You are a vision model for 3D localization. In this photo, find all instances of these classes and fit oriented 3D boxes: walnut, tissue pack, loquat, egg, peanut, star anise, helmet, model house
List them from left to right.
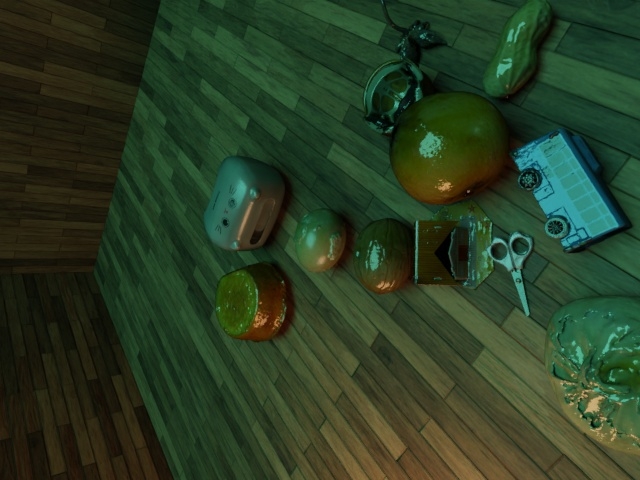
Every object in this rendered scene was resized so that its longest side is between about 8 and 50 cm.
[{"bbox_3d":[-0.271,-0.120,1.526,0.236,0.229,0.333,44,119,38],"label":"tissue pack"},{"bbox_3d":[-0.003,-0.001,1.294,0.164,0.164,0.202,13,90,45],"label":"egg"},{"bbox_3d":[0.168,0.042,1.119,0.167,0.167,0.207,8,90,46],"label":"walnut"},{"bbox_3d":[0.207,-0.581,1.076,0.148,0.227,0.219,13,86,52],"label":"star anise"},{"bbox_3d":[0.217,-0.361,1.108,0.198,0.130,0.224,-51,43,26],"label":"helmet"},{"bbox_3d":[0.289,0.008,1.012,0.207,0.135,0.220,1,89,46],"label":"model house"},{"bbox_3d":[0.285,-0.200,0.937,0.263,0.263,0.263,-2,87,46],"label":"loquat"},{"bbox_3d":[0.430,-0.416,0.918,0.098,0.090,0.215,40,117,53],"label":"peanut"}]

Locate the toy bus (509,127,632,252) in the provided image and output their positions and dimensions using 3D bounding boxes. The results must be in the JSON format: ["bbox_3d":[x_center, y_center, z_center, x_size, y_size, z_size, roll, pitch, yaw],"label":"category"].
[{"bbox_3d":[0.490,-0.102,0.829,0.133,0.116,0.234,-36,66,39],"label":"toy bus"}]

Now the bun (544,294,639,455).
[{"bbox_3d":[0.536,0.239,0.745,0.287,0.146,0.288,1,92,45],"label":"bun"}]

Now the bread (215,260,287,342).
[{"bbox_3d":[-0.255,0.228,1.538,0.312,0.172,0.313,-5,83,44],"label":"bread"}]

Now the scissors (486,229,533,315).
[{"bbox_3d":[0.439,0.075,0.938,0.100,0.015,0.189,-17,81,34],"label":"scissors"}]
